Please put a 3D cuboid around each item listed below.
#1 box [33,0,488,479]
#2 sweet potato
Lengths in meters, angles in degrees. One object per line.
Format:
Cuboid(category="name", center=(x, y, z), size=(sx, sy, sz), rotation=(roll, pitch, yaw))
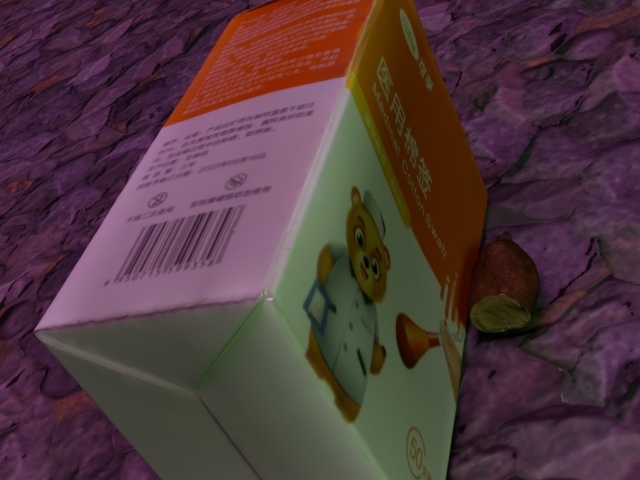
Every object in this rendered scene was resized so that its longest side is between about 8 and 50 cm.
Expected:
Cuboid(category="box", center=(0.000, 0.000, 0.575), size=(0.143, 0.225, 0.341), rotation=(-9, 39, 27))
Cuboid(category="sweet potato", center=(0.131, 0.023, 0.622), size=(0.049, 0.049, 0.117), rotation=(-13, 26, 20))
